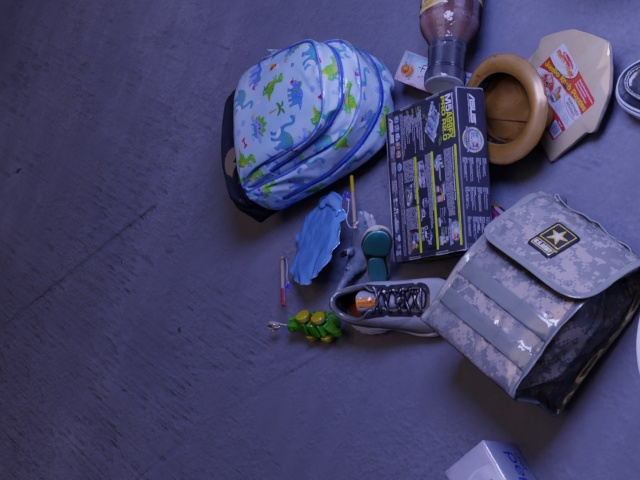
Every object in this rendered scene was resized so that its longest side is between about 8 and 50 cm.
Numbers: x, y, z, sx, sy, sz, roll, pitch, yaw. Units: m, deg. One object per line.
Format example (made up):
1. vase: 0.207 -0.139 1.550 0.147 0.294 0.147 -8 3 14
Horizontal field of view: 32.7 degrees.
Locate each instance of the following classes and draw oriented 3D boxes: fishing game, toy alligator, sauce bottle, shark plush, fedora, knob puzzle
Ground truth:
1. fishing game: 0.000 0.000 2.052 0.264 0.041 0.189 -51 28 33
2. toy alligator: -0.022 0.153 2.057 0.189 0.056 0.051 2 39 44
3. sauce bottle: 0.228 -0.413 1.885 0.111 0.111 0.345 -15 58 39
4. shark plush: 0.058 0.022 2.000 0.073 0.067 0.161 47 111 39
5. fedora: 0.317 -0.214 1.788 0.194 0.079 0.195 2 93 54
6. knob puzzle: 0.407 -0.252 1.758 0.213 0.030 0.213 1 91 54

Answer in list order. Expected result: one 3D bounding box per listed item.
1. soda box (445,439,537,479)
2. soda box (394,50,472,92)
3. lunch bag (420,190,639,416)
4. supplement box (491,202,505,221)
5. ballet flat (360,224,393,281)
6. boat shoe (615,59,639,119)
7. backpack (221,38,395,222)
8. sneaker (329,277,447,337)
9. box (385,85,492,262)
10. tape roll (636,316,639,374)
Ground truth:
1. soda box: 0.307 0.445 1.647 0.091 0.098 0.286 -46 52 25
2. soda box: 0.219 -0.280 1.930 0.183 0.063 0.058 30 100 42
3. lunch bag: 0.335 0.082 1.669 0.287 0.169 0.235 -55 46 8
4. supplement box: 0.293 -0.024 1.805 0.043 0.055 0.083 -52 51 20
5. ballet flat: 0.099 0.011 1.919 0.057 0.168 0.052 5 55 3
6. boat shoe: 0.567 -0.235 1.561 0.335 0.119 0.121 3 82 43
7. backpack: -0.026 -0.230 2.043 0.355 0.273 0.290 -12 64 27
8. sneaker: 0.132 0.114 1.885 0.271 0.108 0.100 -9 72 40
9. box: 0.197 -0.104 1.843 0.216 0.060 0.270 -14 77 59
10. tape roll: 0.606 0.127 1.424 0.392 0.072 0.392 -21 55 34
